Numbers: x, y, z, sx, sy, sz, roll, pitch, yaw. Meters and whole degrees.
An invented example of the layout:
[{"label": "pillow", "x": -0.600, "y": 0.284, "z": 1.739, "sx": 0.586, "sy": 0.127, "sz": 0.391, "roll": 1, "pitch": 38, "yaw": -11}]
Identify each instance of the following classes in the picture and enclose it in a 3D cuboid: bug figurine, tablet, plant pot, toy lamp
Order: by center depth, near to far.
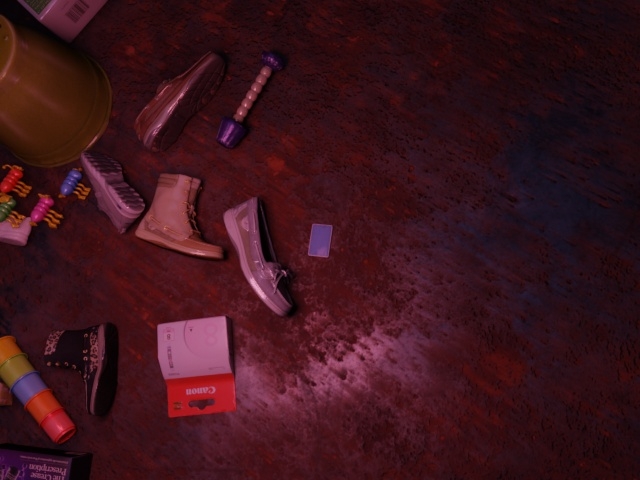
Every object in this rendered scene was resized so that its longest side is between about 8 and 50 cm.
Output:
[{"label": "tablet", "x": 0.000, "y": 0.000, "z": 1.712, "sx": 0.054, "sy": 0.006, "sz": 0.083, "roll": 6, "pitch": 80, "yaw": 14}, {"label": "toy lamp", "x": -0.191, "y": -0.372, "z": 1.806, "sx": 0.080, "sy": 0.080, "sz": 0.275, "roll": 30, "pitch": 85, "yaw": 17}, {"label": "plant pot", "x": -0.816, "y": -0.427, "z": 1.819, "sx": 0.366, "sy": 0.353, "sz": 0.367, "roll": -3, "pitch": 76, "yaw": 12}, {"label": "bug figurine", "x": -0.795, "y": -0.127, "z": 1.868, "sx": 0.278, "sy": 0.072, "sz": 0.216, "roll": 2, "pitch": 51, "yaw": 12}]

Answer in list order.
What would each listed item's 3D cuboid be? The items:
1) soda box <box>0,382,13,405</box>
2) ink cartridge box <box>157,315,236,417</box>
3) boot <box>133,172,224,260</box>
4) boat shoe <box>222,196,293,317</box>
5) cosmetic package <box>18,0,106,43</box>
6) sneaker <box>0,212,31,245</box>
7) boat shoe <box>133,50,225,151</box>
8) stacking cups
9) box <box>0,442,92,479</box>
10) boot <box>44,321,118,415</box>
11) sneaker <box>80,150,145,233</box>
[{"label": "soda box", "x": -0.918, "y": 0.413, "z": 1.805, "sx": 0.181, "sy": 0.058, "sz": 0.061, "roll": -4, "pitch": 76, "yaw": 13}, {"label": "ink cartridge box", "x": -0.310, "y": 0.315, "z": 1.689, "sx": 0.188, "sy": 0.066, "sz": 0.233, "roll": -8, "pitch": 72, "yaw": 11}, {"label": "boot", "x": -0.343, "y": -0.064, "z": 1.762, "sx": 0.261, "sy": 0.095, "sz": 0.204, "roll": 16, "pitch": 81, "yaw": 23}, {"label": "boat shoe", "x": -0.141, "y": 0.040, "z": 1.681, "sx": 0.103, "sy": 0.118, "sz": 0.321, "roll": -30, "pitch": 66, "yaw": 9}, {"label": "cosmetic package", "x": -0.835, "y": -0.785, "z": 2.010, "sx": 0.365, "sy": 0.155, "sz": 0.197, "roll": 41, "pitch": 91, "yaw": 17}, {"label": "sneaker", "x": -0.914, "y": -0.047, "z": 1.909, "sx": 0.212, "sy": 0.080, "sz": 0.094, "roll": 11, "pitch": 68, "yaw": 8}, {"label": "boat shoe", "x": -0.393, "y": -0.395, "z": 1.837, "sx": 0.116, "sy": 0.123, "sz": 0.324, "roll": 40, "pitch": 87, "yaw": 20}, {"label": "stacking cups", "x": -0.759, "y": 0.395, "z": 1.754, "sx": 0.096, "sy": 0.096, "sz": 0.316, "roll": -43, "pitch": 72, "yaw": 1}, {"label": "box", "x": -0.725, "y": 0.620, "z": 1.693, "sx": 0.261, "sy": 0.103, "sz": 0.185, "roll": 2, "pitch": 80, "yaw": 13}, {"label": "boot", "x": -0.623, "y": 0.334, "z": 1.742, "sx": 0.178, "sy": 0.085, "sz": 0.237, "roll": -5, "pitch": 70, "yaw": 14}, {"label": "sneaker", "x": -0.587, "y": -0.137, "z": 1.829, "sx": 0.281, "sy": 0.105, "sz": 0.115, "roll": 51, "pitch": 119, "yaw": 30}]
